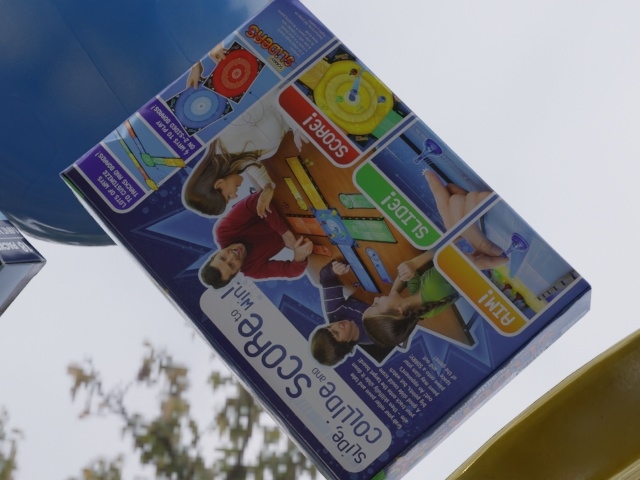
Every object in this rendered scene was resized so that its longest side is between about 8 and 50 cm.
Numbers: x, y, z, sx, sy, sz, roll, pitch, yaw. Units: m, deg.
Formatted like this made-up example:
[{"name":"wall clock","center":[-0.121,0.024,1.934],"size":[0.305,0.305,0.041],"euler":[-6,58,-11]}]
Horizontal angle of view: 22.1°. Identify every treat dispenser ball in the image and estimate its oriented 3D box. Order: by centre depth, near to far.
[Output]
[{"name":"treat dispenser ball","center":[-0.154,-0.138,1.104],"size":[0.288,0.288,0.288],"euler":[0,-54,0]}]

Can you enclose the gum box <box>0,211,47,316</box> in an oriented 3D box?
[{"name":"gum box","center":[-0.238,0.003,0.747],"size":[0.184,0.041,0.157],"euler":[45,-75,13]}]

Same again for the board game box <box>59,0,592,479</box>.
[{"name":"board game box","center":[0.000,0.000,0.716],"size":[0.136,0.201,0.035],"euler":[-40,-21,-8]}]

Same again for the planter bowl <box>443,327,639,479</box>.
[{"name":"planter bowl","center":[0.104,0.094,0.419],"size":[0.217,0.217,0.090],"euler":[-35,-82,22]}]
